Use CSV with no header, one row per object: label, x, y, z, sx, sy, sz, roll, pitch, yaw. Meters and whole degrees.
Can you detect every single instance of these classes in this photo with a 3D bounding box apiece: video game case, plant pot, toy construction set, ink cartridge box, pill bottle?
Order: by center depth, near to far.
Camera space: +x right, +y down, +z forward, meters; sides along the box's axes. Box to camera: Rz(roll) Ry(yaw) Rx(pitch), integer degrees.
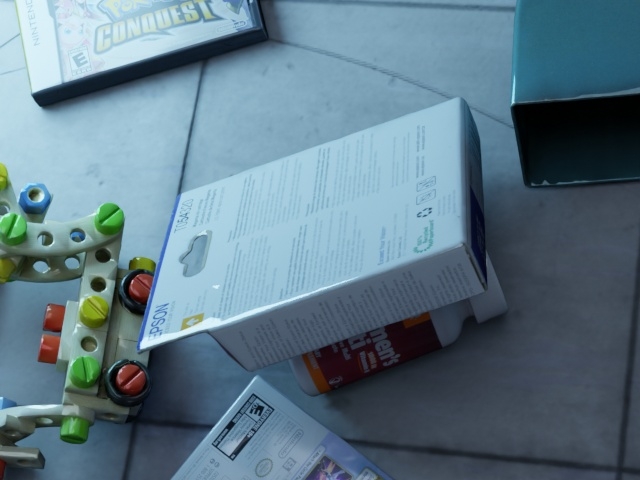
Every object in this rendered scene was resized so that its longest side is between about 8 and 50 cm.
video game case,-0.051,0.310,1.803,0.244,0.061,0.269,36,80,23
ink cartridge box,0.000,0.000,1.805,0.330,0.071,0.324,-20,26,14
pill bottle,0.068,0.065,1.842,0.221,0.121,0.121,-21,66,3
plant pot,0.281,-0.201,1.884,0.165,0.165,0.234,-4,62,10
toy construction set,-0.277,0.090,1.889,0.215,0.151,0.327,11,78,-10
video game case,-0.217,-0.301,2.094,0.275,0.035,0.248,-16,66,5

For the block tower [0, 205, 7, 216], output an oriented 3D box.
block tower,-0.514,0.020,1.998,0.335,0.097,0.091,-12,66,8
